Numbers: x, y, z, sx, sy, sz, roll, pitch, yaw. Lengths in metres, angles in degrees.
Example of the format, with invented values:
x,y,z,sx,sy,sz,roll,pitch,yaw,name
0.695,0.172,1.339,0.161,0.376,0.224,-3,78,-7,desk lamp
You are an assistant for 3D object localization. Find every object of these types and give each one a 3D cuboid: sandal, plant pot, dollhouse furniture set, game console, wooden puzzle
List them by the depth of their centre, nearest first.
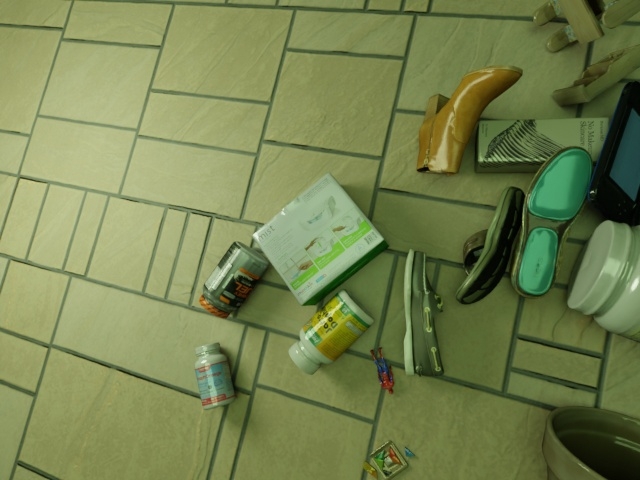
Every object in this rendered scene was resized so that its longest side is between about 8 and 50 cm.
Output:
x,y,z,sx,sy,sz,roll,pitch,yaw,name
0.570,0.522,0.784,0.324,0.323,0.279,11,101,16,plant pot
0.740,-0.163,0.882,0.173,0.250,0.292,10,76,60,game console
0.596,-0.461,0.966,0.161,0.212,0.242,-35,101,5,dollhouse furniture set
0.396,0.013,1.002,0.086,0.120,0.302,21,84,45,sandal
0.163,0.533,1.014,0.116,0.014,0.078,-45,74,3,wooden puzzle

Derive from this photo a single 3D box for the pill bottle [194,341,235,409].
x,y,z,sx,sy,sz,roll,pitch,yaw,name
-0.285,0.358,1.120,0.087,0.087,0.160,-19,77,11,pill bottle

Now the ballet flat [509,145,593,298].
x,y,z,sx,sy,sz,roll,pitch,yaw,name
0.512,-0.039,0.958,0.123,0.123,0.347,16,93,16,ballet flat

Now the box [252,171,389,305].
x,y,z,sx,sy,sz,roll,pitch,yaw,name
0.000,0.000,1.084,0.262,0.127,0.231,-40,73,6,box

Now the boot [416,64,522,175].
x,y,z,sx,sy,sz,roll,pitch,yaw,name
0.336,-0.262,0.984,0.104,0.295,0.210,9,86,-23,boot

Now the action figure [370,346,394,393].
x,y,z,sx,sy,sz,roll,pitch,yaw,name
0.157,0.324,1.042,0.038,0.030,0.115,-20,81,16,action figure

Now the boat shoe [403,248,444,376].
x,y,z,sx,sy,sz,roll,pitch,yaw,name
0.247,0.171,1.005,0.091,0.109,0.304,-1,87,14,boat shoe

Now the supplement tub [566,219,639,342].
x,y,z,sx,sy,sz,roll,pitch,yaw,name
0.702,0.105,0.828,0.325,0.235,0.235,21,87,17,supplement tub

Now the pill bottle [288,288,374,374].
x,y,z,sx,sy,sz,roll,pitch,yaw,name
0.023,0.230,1.045,0.208,0.117,0.117,-45,73,4,pill bottle

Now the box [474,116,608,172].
x,y,z,sx,sy,sz,roll,pitch,yaw,name
0.517,-0.224,1.003,0.276,0.094,0.113,1,82,15,box

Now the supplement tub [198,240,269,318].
x,y,z,sx,sy,sz,roll,pitch,yaw,name
-0.236,0.107,1.133,0.117,0.117,0.190,35,92,17,supplement tub
